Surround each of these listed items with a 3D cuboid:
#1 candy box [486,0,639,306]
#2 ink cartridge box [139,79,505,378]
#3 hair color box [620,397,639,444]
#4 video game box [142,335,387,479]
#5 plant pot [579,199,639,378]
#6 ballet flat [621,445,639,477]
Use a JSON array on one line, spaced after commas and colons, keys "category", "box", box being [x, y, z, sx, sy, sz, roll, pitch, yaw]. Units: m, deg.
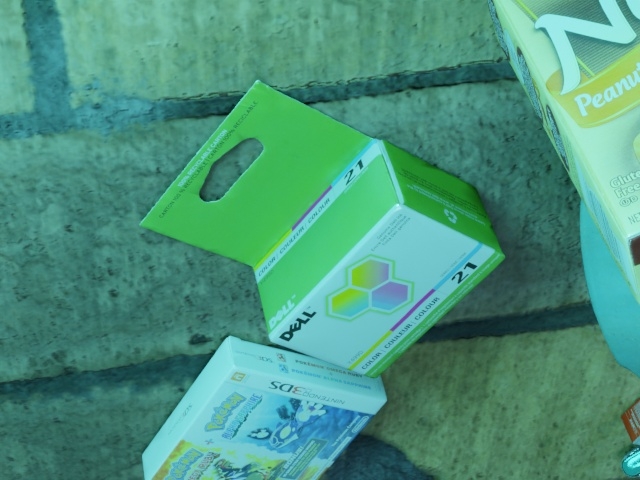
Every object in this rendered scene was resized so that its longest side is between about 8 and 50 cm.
[{"category": "candy box", "box": [0.247, -0.117, 0.849, 0.183, 0.316, 0.087, -21, 137, 5]}, {"category": "ink cartridge box", "box": [0.000, 0.000, 1.052, 0.255, 0.097, 0.189, 23, 124, -34]}, {"category": "hair color box", "box": [0.423, 0.184, 1.394, 0.072, 0.043, 0.141, 16, 128, -28]}, {"category": "video game box", "box": [-0.061, 0.198, 1.267, 0.187, 0.048, 0.205, 17, 127, -27]}, {"category": "plant pot", "box": [0.415, -0.007, 0.964, 0.334, 0.341, 0.341, -13, 145, 41]}, {"category": "ballet flat", "box": [0.420, 0.252, 1.470, 0.114, 0.041, 0.041, -35, 133, 18]}]
